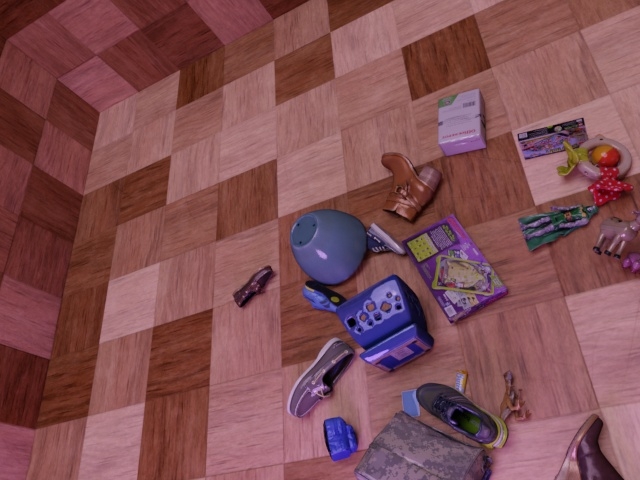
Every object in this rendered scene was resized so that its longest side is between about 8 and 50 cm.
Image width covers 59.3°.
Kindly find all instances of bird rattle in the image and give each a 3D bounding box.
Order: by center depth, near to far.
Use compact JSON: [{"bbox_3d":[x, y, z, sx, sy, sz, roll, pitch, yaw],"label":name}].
[{"bbox_3d":[0.875,-0.242,1.753,0.207,0.143,0.253,-37,51,-12],"label":"bird rattle"}]

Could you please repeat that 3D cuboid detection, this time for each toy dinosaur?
[{"bbox_3d":[0.533,0.482,1.604,0.112,0.064,0.211,-7,55,60],"label":"toy dinosaur"}]

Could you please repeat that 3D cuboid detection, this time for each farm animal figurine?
[{"bbox_3d":[0.905,0.012,1.463,0.330,0.327,0.172,30,94,22],"label":"farm animal figurine"}]

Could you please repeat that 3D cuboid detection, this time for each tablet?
[{"bbox_3d":[0.284,0.513,1.766,0.054,0.006,0.083,-17,57,24],"label":"tablet"}]

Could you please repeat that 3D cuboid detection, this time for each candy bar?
[{"bbox_3d":[0.416,0.469,1.700,0.040,0.018,0.161,2,66,33],"label":"candy bar"}]

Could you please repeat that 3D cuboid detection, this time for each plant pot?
[{"bbox_3d":[0.219,0.280,1.800,0.236,0.236,0.212,-31,57,13],"label":"plant pot"},{"bbox_3d":[0.000,0.000,2.089,0.290,0.195,0.290,-21,56,34],"label":"plant pot"}]

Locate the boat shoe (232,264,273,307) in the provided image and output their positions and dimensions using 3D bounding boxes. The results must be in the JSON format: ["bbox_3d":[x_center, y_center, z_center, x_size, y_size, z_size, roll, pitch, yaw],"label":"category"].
[{"bbox_3d":[-0.264,0.188,2.264,0.207,0.073,0.073,-44,51,13],"label":"boat shoe"}]

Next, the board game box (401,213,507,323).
[{"bbox_3d":[0.436,0.087,1.867,0.208,0.056,0.346,-30,51,6],"label":"board game box"}]

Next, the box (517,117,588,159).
[{"bbox_3d":[0.775,-0.337,1.873,0.207,0.114,0.036,-11,59,28],"label":"box"}]

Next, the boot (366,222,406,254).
[{"bbox_3d":[0.231,0.019,2.057,0.086,0.069,0.190,-55,46,12],"label":"boot"}]

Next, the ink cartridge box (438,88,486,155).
[{"bbox_3d":[0.529,-0.439,2.102,0.160,0.092,0.219,-9,60,29],"label":"ink cartridge box"}]

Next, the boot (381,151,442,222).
[{"bbox_3d":[0.297,-0.200,2.121,0.283,0.109,0.220,30,86,33],"label":"boot"}]

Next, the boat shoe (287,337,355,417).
[{"bbox_3d":[0.003,0.474,1.901,0.091,0.109,0.305,26,76,45],"label":"boat shoe"}]

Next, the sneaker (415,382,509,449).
[{"bbox_3d":[0.386,0.484,1.609,0.300,0.121,0.111,17,78,49],"label":"sneaker"}]

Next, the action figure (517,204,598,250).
[{"bbox_3d":[0.752,-0.062,1.768,0.232,0.063,0.137,-20,52,18],"label":"action figure"}]

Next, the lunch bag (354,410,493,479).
[{"bbox_3d":[0.287,0.637,1.561,0.305,0.212,0.256,17,57,35],"label":"lunch bag"}]

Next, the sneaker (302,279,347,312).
[{"bbox_3d":[0.021,0.226,2.073,0.209,0.069,0.082,28,122,28],"label":"sneaker"}]

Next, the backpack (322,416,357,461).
[{"bbox_3d":[0.060,0.624,1.789,0.101,0.098,0.120,-13,53,-8],"label":"backpack"}]

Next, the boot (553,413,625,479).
[{"bbox_3d":[0.721,0.590,1.411,0.207,0.090,0.248,26,78,27],"label":"boot"}]
